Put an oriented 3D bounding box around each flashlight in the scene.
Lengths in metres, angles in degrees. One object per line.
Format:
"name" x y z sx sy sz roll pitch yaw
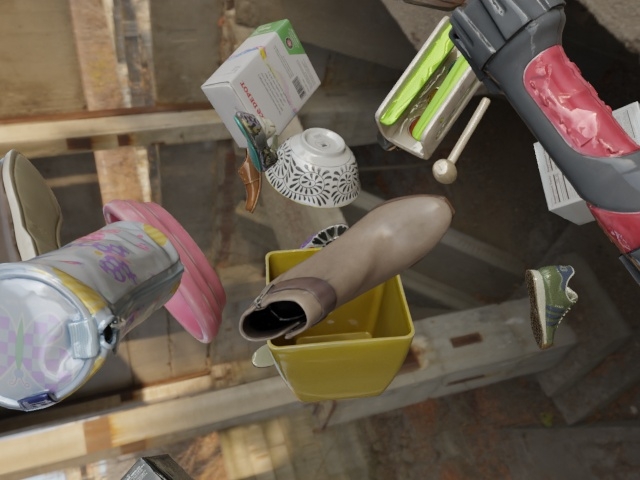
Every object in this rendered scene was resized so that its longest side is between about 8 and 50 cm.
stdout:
"flashlight" 0.233 -0.101 0.510 0.304 0.103 0.103 59 -175 10

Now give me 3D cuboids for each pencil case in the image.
"pencil case" -0.216 0.051 0.567 0.273 0.124 0.113 -92 -15 -81

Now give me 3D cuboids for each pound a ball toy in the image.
"pound a ball toy" 0.268 -0.278 1.261 0.208 0.319 0.136 32 175 24

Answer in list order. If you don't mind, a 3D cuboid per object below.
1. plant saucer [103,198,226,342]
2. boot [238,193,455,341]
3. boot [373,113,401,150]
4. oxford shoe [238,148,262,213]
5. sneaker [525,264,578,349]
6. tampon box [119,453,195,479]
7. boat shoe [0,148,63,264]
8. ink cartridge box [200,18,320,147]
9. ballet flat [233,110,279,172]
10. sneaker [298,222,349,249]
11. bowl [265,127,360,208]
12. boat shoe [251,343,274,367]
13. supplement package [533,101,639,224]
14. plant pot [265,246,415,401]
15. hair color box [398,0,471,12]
"plant saucer" -0.293 0.049 1.181 0.332 0.084 0.332 41 155 24
"boot" 0.011 0.020 0.330 0.118 0.087 0.042 -35 90 37
"boot" 0.239 -0.318 1.916 0.137 0.077 0.197 48 -153 -36
"oxford shoe" -0.212 -0.185 1.798 0.076 0.076 0.212 170 106 -69
"sneaker" 0.441 0.124 1.127 0.064 0.086 0.192 -100 -8 -57
"tampon box" -0.283 0.438 1.006 0.101 0.120 0.161 39 166 12
"boat shoe" -0.420 -0.007 0.836 0.324 0.097 0.116 57 180 37
"ink cartridge box" -0.146 -0.399 1.549 0.117 0.278 0.201 5 139 40
"ballet flat" -0.066 -0.115 0.662 0.114 0.041 0.041 75 178 -70
"sneaker" 0.000 0.000 1.387 0.170 0.068 0.071 -30 29 33
"bowl" -0.003 -0.137 1.016 0.170 0.170 0.080 -117 33 -41
"boat shoe" -0.099 0.249 1.350 0.049 0.137 0.043 57 145 9
"supplement package" 0.727 -0.185 1.535 0.263 0.199 0.197 -22 65 39
"plant pot" 0.025 0.147 0.990 0.212 0.212 0.187 -97 4 -49
"hair color box" 0.314 -0.649 1.441 0.374 0.186 0.113 -120 40 -77
